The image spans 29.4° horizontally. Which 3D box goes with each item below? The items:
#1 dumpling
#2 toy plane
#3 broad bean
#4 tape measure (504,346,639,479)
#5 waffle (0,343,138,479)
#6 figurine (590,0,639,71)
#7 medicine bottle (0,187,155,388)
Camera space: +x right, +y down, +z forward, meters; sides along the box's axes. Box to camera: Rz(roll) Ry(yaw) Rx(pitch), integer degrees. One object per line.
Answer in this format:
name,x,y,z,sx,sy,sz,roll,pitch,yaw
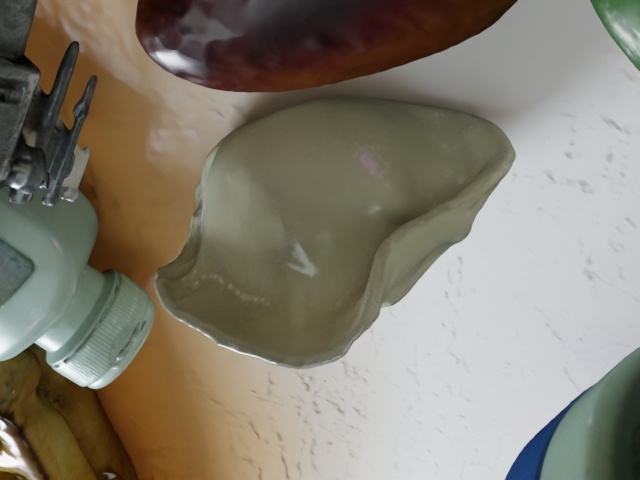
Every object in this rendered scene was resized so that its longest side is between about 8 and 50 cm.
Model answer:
dumpling,0.002,-0.001,0.562,0.169,0.134,0.100,4,136,10
toy plane,-0.152,-0.063,0.537,0.160,0.082,0.234,3,128,-49
broad bean,0.008,-0.111,0.477,0.165,0.084,0.114,-12,167,28
tape measure,0.216,0.177,0.592,0.259,0.262,0.138,25,145,-10
waffle,-0.244,0.164,0.855,0.224,0.098,0.328,4,139,16
figurine,0.102,-0.167,0.373,0.234,0.185,0.127,51,167,18
medicine bottle,-0.197,-0.004,0.661,0.229,0.083,0.121,38,124,-21
